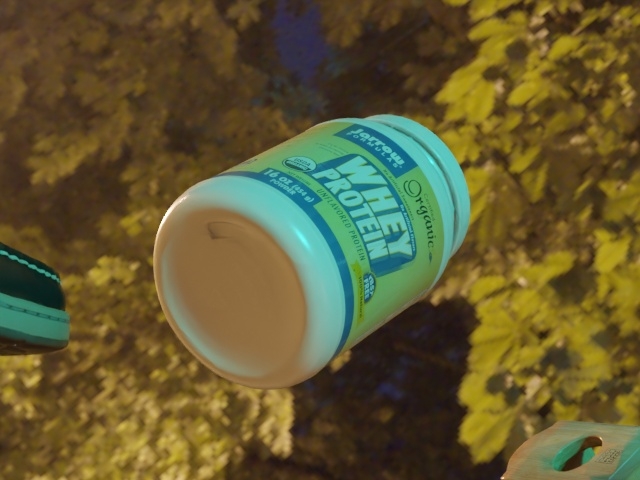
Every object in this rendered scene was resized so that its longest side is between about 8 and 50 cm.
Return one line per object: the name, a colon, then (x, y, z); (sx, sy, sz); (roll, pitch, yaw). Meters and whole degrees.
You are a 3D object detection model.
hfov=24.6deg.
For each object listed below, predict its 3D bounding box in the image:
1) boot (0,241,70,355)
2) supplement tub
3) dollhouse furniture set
boot: (-0.251, -0.102, 0.728); (0.138, 0.284, 0.377); (-8, -22, 34)
supplement tub: (0.000, 0.000, 0.995); (0.144, 0.200, 0.144); (16, -61, 31)
dollhouse furniture set: (0.158, 0.227, 0.862); (0.182, 0.161, 0.101); (58, -26, -14)
